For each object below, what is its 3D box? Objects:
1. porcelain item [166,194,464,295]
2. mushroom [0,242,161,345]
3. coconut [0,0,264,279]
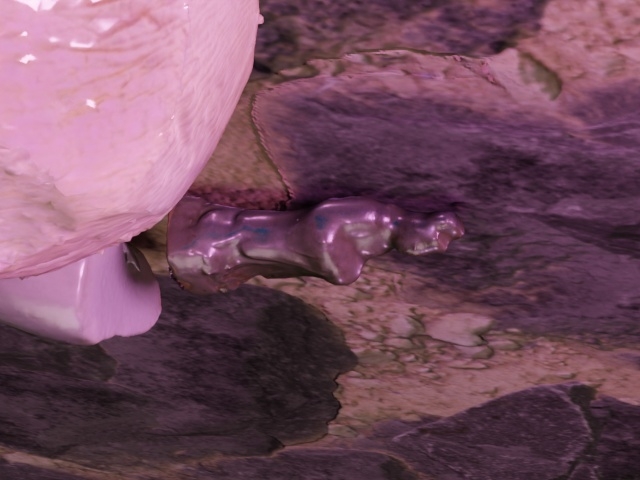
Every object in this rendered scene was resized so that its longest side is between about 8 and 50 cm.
[{"bbox_3d":[0.000,0.000,1.240,0.216,0.069,0.081,-4,151,19],"label":"porcelain item"},{"bbox_3d":[-0.295,0.016,1.321,0.329,0.122,0.159,8,150,7],"label":"mushroom"},{"bbox_3d":[-0.151,-0.121,0.684,0.255,0.297,0.297,6,161,-17],"label":"coconut"}]
